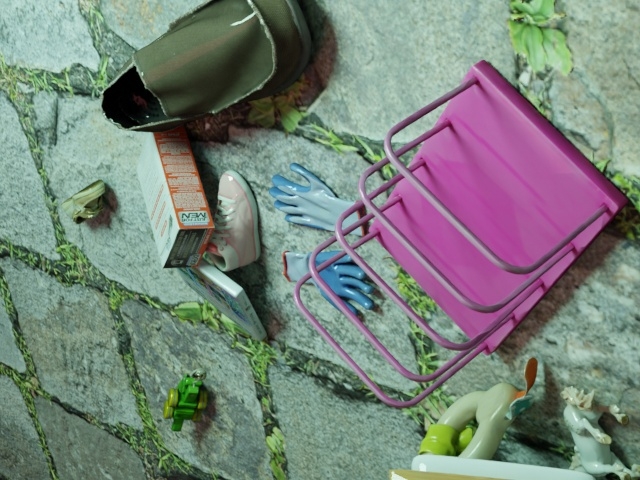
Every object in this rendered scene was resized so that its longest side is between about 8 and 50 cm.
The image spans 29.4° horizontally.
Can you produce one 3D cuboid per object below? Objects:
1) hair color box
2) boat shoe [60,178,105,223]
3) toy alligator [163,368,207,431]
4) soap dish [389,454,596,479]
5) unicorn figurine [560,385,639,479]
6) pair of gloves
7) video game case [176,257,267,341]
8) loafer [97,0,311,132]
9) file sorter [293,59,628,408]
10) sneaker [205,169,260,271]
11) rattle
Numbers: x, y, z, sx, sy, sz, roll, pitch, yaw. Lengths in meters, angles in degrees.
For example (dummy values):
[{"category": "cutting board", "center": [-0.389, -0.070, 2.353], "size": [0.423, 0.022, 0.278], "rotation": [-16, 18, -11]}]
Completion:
[{"category": "hair color box", "center": [-0.192, -0.057, 1.599], "size": [0.093, 0.053, 0.167], "rotation": [120, 140, -49]}, {"category": "boat shoe", "center": [-0.348, -0.056, 1.837], "size": [0.045, 0.050, 0.135], "rotation": [58, 153, -6]}, {"category": "toy alligator", "center": [-0.203, 0.230, 1.873], "size": [0.189, 0.056, 0.051], "rotation": [116, 156, -48]}, {"category": "soap dish", "center": [0.204, 0.364, 1.345], "size": [0.229, 0.118, 0.290], "rotation": [3, 138, 20]}, {"category": "unicorn figurine", "center": [0.293, 0.227, 1.313], "size": [0.111, 0.060, 0.161], "rotation": [6, 106, 61]}, {"category": "pair of gloves", "center": [0.000, 0.000, 1.504], "size": [0.159, 0.023, 0.198], "rotation": [16, 127, 41]}, {"category": "video game case", "center": [-0.147, 0.062, 1.669], "size": [0.157, 0.019, 0.143], "rotation": [35, 163, 27]}, {"category": "loafer", "center": [-0.144, -0.196, 1.437], "size": [0.366, 0.130, 0.133], "rotation": [-25, 96, 53]}, {"category": "file sorter", "center": [0.121, 0.009, 1.242], "size": [0.202, 0.182, 0.290], "rotation": [47, 141, 14]}, {"category": "sneaker", "center": [-0.121, -0.020, 1.586], "size": [0.051, 0.070, 0.134], "rotation": [20, 129, 43]}, {"category": "rattle", "center": [0.217, 0.233, 1.390], "size": [0.143, 0.130, 0.200], "rotation": [46, 116, -2]}]
